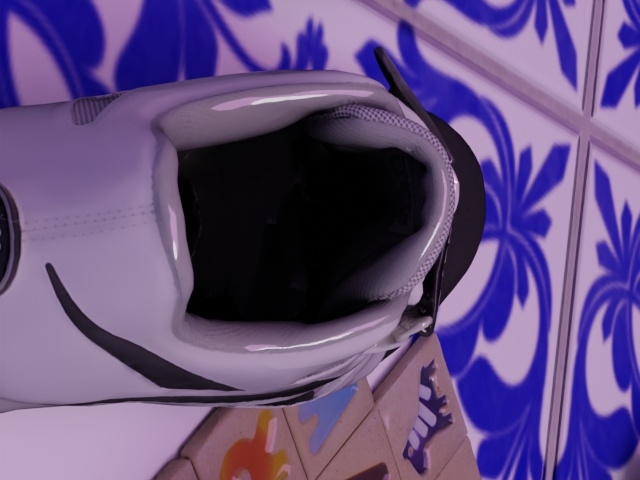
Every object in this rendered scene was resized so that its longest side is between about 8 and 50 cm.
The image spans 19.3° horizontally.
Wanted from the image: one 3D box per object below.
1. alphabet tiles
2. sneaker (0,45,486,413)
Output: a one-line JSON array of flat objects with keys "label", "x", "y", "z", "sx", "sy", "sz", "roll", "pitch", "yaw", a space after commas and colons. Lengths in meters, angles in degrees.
[{"label": "alphabet tiles", "x": -0.009, "y": 0.199, "z": 0.744, "sx": 0.342, "sy": 0.011, "sz": 0.285, "roll": -47, "pitch": 128, "yaw": -46}, {"label": "sneaker", "x": 0.000, "y": 0.000, "z": 0.633, "sx": 0.330, "sy": 0.146, "sz": 0.122, "roll": -12, "pitch": 93, "yaw": -57}]
